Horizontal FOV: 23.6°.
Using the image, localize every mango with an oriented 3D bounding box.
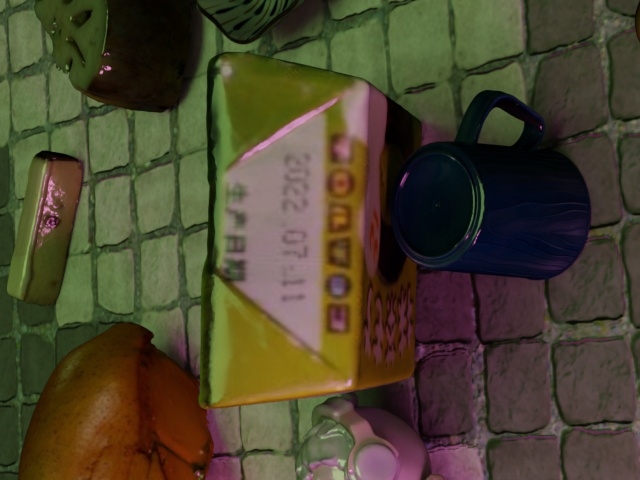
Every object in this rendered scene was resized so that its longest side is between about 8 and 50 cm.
[{"bbox_3d":[-0.212,0.267,1.599,0.199,0.201,0.350,-7,55,12],"label":"mango"}]

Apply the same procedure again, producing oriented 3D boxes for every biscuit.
[{"bbox_3d":[-0.336,-0.014,1.852,0.052,0.056,0.188,21,103,44],"label":"biscuit"}]

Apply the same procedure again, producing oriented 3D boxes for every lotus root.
[{"bbox_3d":[-0.232,-0.262,1.716,0.138,0.119,0.235,-53,51,37],"label":"lotus root"}]

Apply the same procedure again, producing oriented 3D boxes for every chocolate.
[{"bbox_3d":[0.000,0.000,1.335,0.137,0.301,0.288,2,88,15],"label":"chocolate"}]

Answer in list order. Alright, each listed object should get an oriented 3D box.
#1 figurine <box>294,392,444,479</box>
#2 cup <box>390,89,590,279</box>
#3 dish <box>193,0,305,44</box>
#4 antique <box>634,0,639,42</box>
[{"bbox_3d":[0.046,0.241,1.371,0.162,0.141,0.236,95,151,-58],"label":"figurine"},{"bbox_3d":[0.139,-0.042,1.299,0.113,0.138,0.150,-22,72,43],"label":"cup"},{"bbox_3d":[-0.052,-0.293,1.570,0.191,0.066,0.190,-2,88,44],"label":"dish"},{"bbox_3d":[0.357,-0.133,1.085,0.278,0.129,0.223,31,109,43],"label":"antique"}]
